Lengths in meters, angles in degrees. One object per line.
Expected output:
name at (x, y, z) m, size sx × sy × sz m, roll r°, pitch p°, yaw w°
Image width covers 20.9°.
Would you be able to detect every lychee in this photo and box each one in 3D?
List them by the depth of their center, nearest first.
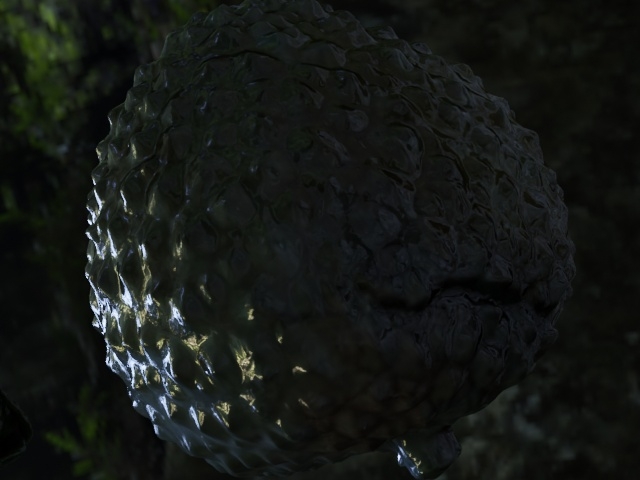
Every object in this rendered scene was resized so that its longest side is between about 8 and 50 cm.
lychee at (0.000, 0.000, 0.911) m, size 0.255 × 0.274 × 0.255 m, roll -21°, pitch 176°, yaw -2°

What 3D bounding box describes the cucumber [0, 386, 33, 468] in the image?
cucumber at (-0.324, 0.133, 1.173) m, size 0.325 × 0.145 × 0.105 m, roll 2°, pitch -126°, yaw 38°
